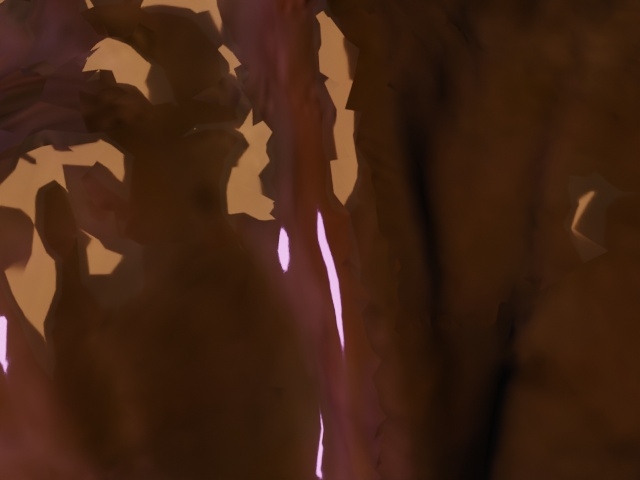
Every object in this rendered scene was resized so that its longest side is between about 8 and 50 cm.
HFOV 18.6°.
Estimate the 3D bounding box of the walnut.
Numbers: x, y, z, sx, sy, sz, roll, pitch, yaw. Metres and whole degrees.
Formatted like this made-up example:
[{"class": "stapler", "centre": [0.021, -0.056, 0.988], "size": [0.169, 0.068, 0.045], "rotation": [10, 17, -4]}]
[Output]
[{"class": "walnut", "centre": [0.002, 0.000, 0.582], "size": [0.253, 0.282, 0.276], "rotation": [-47, 45, 48]}]
